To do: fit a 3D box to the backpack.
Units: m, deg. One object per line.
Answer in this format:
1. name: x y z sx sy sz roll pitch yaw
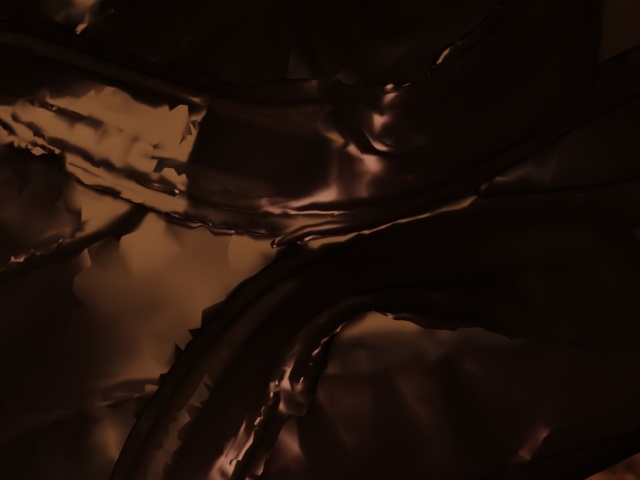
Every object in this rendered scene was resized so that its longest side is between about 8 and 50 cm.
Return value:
1. backpack: 0.000 0.000 0.858 0.445 0.255 0.363 -23 83 8
